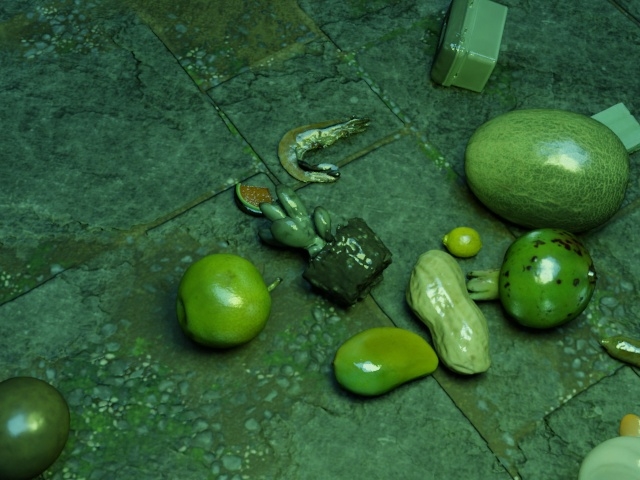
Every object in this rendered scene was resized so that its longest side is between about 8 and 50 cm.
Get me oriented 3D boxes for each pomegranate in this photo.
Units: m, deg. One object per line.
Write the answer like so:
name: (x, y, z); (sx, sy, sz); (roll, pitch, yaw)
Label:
pomegranate: (0.395, 0.074, 1.728); (0.248, 0.202, 0.202); (-3, 53, 28)

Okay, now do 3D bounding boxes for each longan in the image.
longan: (-0.512, 0.316, 1.529); (0.204, 0.159, 0.185); (-26, 34, 24)

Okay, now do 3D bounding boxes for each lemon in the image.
lemon: (0.282, 0.003, 1.826); (0.083, 0.062, 0.062); (9, 57, 0)

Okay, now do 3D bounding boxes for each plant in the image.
plant: (0.002, -0.001, 1.760); (0.275, 0.146, 0.149); (35, 18, 19)

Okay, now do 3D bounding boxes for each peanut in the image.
peanut: (0.233, 0.135, 1.707); (0.124, 0.123, 0.256); (-13, 60, -11)

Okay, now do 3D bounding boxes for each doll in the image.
doll: (0.544, 0.415, 1.523); (0.221, 0.221, 0.251); (-15, 77, -13)

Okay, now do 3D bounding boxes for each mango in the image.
mango: (0.112, 0.217, 1.670); (0.191, 0.085, 0.122); (-15, 49, -24)

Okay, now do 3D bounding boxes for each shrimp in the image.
shrimp: (0.021, -0.197, 1.947); (0.219, 0.046, 0.152); (-21, 60, -11)

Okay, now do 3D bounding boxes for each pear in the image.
pear: (-0.157, 0.110, 1.686); (0.216, 0.166, 0.180); (-6, 42, -33)

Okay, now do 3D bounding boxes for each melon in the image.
melon: (0.446, -0.140, 1.818); (0.329, 0.248, 0.248); (15, 57, 17)

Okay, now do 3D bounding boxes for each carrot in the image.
carrot: (0.681, 0.243, 1.695); (0.342, 0.070, 0.070); (23, 59, 13)

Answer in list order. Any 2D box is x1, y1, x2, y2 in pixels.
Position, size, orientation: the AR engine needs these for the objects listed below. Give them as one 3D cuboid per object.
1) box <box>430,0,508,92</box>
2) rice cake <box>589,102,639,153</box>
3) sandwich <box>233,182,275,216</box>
box: (0.336, -0.450, 2.074); (0.129, 0.148, 0.210); (18, 60, -1)
rice cake: (0.593, -0.213, 1.993); (0.237, 0.043, 0.127); (-23, 62, -17)
sandwich: (-0.130, -0.079, 1.877); (0.101, 0.026, 0.069); (9, 53, -1)
